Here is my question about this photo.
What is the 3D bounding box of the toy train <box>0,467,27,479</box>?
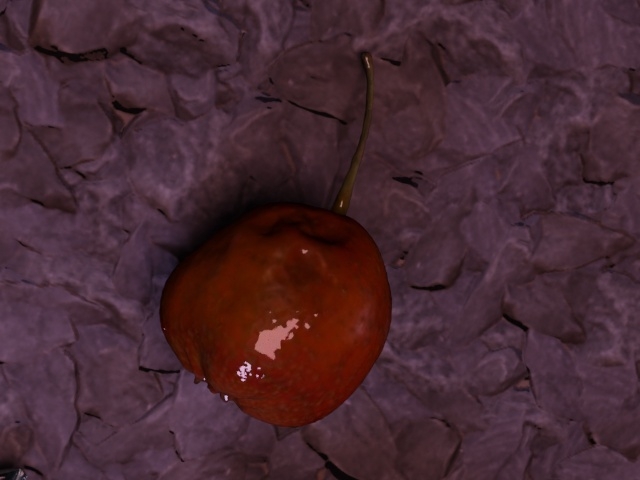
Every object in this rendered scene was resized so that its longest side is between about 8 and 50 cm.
[{"bbox_3d":[-0.326,0.253,1.474,0.252,0.048,0.055,-39,110,-10],"label":"toy train"}]

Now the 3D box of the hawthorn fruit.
[{"bbox_3d":[0.000,0.000,1.466,0.165,0.165,0.285,37,76,-25],"label":"hawthorn fruit"}]
